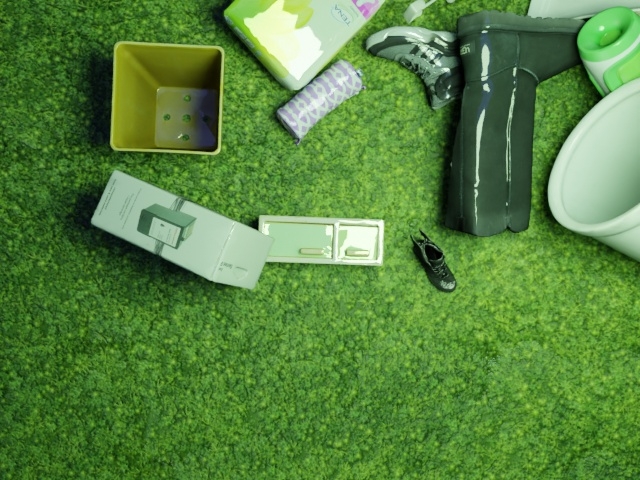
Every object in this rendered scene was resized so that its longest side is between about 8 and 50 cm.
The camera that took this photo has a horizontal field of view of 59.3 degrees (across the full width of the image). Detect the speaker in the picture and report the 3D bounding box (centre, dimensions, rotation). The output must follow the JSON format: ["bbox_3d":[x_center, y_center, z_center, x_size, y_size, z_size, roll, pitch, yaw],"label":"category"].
[{"bbox_3d":[0.653,-0.348,1.179,0.297,0.131,0.131,32,89,-36],"label":"speaker"}]

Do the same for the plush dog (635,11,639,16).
[{"bbox_3d":[0.732,-0.630,1.229,0.263,0.210,0.225,-24,68,-1],"label":"plush dog"}]

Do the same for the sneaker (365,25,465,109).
[{"bbox_3d":[0.230,-0.376,1.240,0.269,0.101,0.152,5,87,-4],"label":"sneaker"}]

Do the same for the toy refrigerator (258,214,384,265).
[{"bbox_3d":[0.000,0.000,1.238,0.270,0.094,0.102,3,90,-2],"label":"toy refrigerator"}]

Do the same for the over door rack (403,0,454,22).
[{"bbox_3d":[0.214,-0.621,1.213,0.324,0.108,0.239,-38,92,-27],"label":"over door rack"}]

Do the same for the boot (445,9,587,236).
[{"bbox_3d":[0.445,-0.239,1.220,0.368,0.146,0.444,-4,96,-20],"label":"boot"}]

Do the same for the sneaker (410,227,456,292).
[{"bbox_3d":[0.253,0.048,1.249,0.051,0.089,0.170,-35,91,-1],"label":"sneaker"}]

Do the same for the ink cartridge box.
[{"bbox_3d":[-0.265,-0.017,1.130,0.289,0.211,0.121,23,89,18],"label":"ink cartridge box"}]

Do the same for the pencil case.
[{"bbox_3d":[0.000,-0.311,1.246,0.206,0.086,0.088,-38,120,0],"label":"pencil case"}]

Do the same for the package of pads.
[{"bbox_3d":[-0.032,-0.495,1.204,0.296,0.101,0.229,-45,112,0],"label":"package of pads"}]

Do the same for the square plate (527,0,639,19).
[{"bbox_3d":[0.637,-0.617,1.176,0.049,0.347,0.343,19,85,-44],"label":"square plate"}]

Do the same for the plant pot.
[{"bbox_3d":[-0.299,-0.276,1.181,0.213,0.187,0.212,2,90,-1],"label":"plant pot"}]

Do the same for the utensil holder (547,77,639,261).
[{"bbox_3d":[0.720,-0.092,1.121,0.386,0.328,0.327,24,89,-17],"label":"utensil holder"}]
